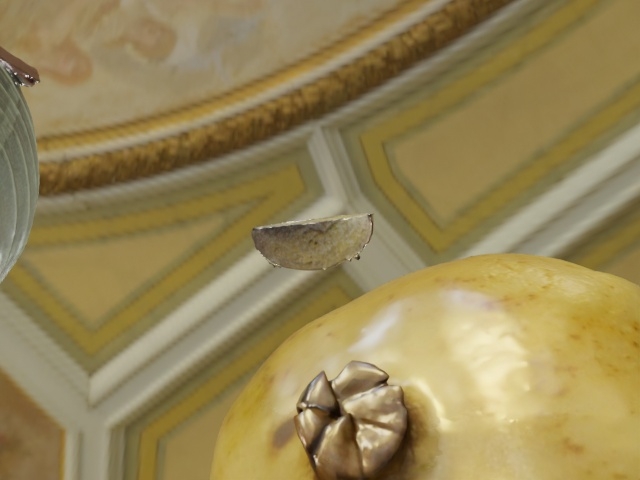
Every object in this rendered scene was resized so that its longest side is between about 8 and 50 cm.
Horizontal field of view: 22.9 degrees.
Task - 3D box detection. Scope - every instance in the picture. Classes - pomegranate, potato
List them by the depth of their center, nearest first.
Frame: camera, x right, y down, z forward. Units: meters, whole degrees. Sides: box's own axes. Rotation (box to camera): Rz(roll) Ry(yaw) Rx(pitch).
[{"bbox_3d":[0.083,0.146,0.826,0.307,0.307,0.307,-1,-66,-2],"label":"pomegranate"},{"bbox_3d":[0.001,0.001,1.146,0.093,0.036,0.037,-7,-83,21],"label":"potato"}]

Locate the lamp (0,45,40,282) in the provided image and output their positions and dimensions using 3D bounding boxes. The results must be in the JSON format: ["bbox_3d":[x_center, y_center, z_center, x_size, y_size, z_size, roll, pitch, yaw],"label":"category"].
[{"bbox_3d":[-0.293,-0.062,0.935,0.265,0.233,0.233,20,-66,-36],"label":"lamp"}]
